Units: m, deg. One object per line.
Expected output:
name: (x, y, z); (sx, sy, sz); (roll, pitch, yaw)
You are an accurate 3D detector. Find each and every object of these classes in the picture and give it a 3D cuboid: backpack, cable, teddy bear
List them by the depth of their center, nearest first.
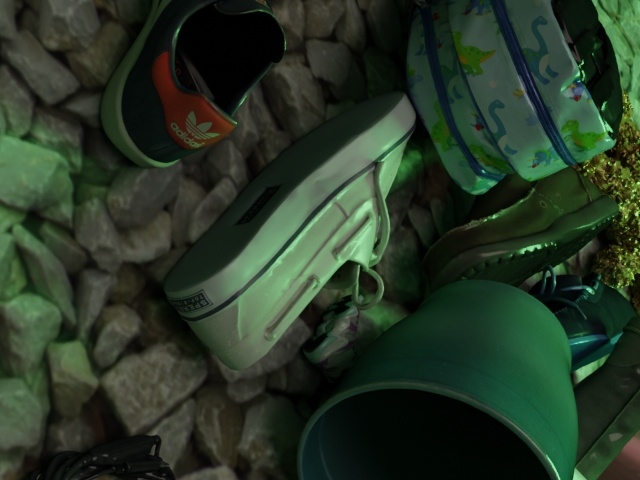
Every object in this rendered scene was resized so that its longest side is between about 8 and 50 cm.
cable: (-0.189, 0.253, 1.257); (0.184, 0.047, 0.151); (-12, 96, -51)
backpack: (0.220, -0.195, 1.617); (0.355, 0.273, 0.290); (-117, -176, -70)
teddy bear: (0.438, -0.045, 1.965); (0.245, 0.113, 0.338); (-32, 105, -44)

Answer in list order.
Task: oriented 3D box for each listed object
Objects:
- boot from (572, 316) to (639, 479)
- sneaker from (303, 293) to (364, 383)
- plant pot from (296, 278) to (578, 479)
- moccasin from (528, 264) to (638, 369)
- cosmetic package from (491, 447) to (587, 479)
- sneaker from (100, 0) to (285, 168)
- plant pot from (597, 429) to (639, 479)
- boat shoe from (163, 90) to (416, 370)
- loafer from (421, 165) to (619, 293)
boot: (0.355, 0.217, 1.665); (0.189, 0.076, 0.208); (39, 78, 3)
sneaker: (0.026, 0.109, 1.530); (0.098, 0.038, 0.069); (-50, 120, -31)
plant pot: (0.147, 0.180, 1.491); (0.272, 0.271, 0.255); (60, 34, -20)
moccasin: (0.285, 0.103, 1.765); (0.117, 0.137, 0.342); (59, 21, 13)
cosmetic package: (0.285, 0.426, 1.637); (0.385, 0.156, 0.217); (45, 43, -29)
sneaker: (-0.088, -0.231, 1.388); (0.131, 0.148, 0.350); (33, 58, -39)
plant pot: (0.384, 0.275, 1.790); (0.180, 0.201, 0.201); (32, 58, -21)
boat shoe: (0.005, 0.000, 1.454); (0.367, 0.136, 0.156); (-49, 117, -39)
loafer: (0.218, -0.016, 1.724); (0.130, 0.134, 0.366); (51, 33, 14)
